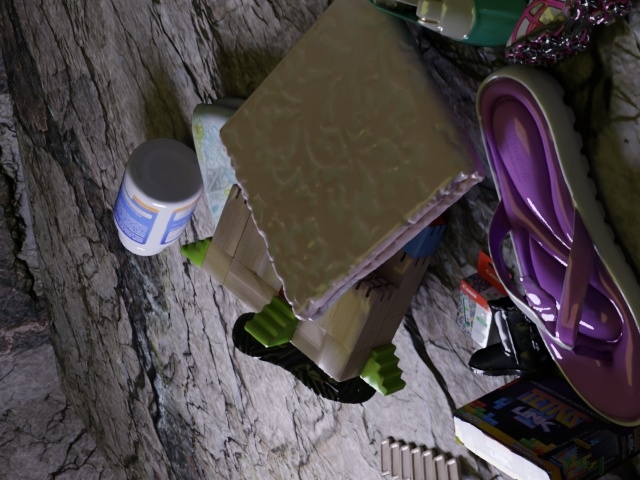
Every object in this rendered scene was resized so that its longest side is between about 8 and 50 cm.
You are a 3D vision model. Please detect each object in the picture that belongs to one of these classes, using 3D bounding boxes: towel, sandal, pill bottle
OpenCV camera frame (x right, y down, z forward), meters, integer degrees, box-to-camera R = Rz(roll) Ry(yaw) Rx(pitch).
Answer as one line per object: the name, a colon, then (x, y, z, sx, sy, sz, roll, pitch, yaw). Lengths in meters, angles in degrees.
towel: (-0.081, -0.063, 1.705, 0.374, 0.090, 0.321, 20, 127, 56)
sandal: (0.243, 0.017, 1.147, 0.169, 0.102, 0.416, -18, 93, 63)
pill bottle: (-0.328, -0.075, 2.080, 0.152, 0.152, 0.272, 62, 152, 14)
towel: (0.026, -0.114, 1.305, 0.317, 0.053, 0.332, -44, 54, 30)

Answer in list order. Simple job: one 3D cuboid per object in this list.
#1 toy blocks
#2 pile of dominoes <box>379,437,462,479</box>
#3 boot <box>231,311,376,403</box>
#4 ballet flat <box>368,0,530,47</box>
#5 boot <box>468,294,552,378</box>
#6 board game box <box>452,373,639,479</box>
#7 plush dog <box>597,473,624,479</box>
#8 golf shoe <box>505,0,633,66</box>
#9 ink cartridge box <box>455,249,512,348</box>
toy blocks: (0.000, 0.000, 1.448, 0.381, 0.190, 0.261, 36, 116, 29)
pile of dominoes: (0.154, 0.418, 1.620, 0.251, 0.040, 0.196, -4, 73, 62)
boot: (0.004, 0.174, 1.626, 0.246, 0.207, 0.094, 20, 92, 21)
ballet flat: (0.125, -0.268, 1.176, 0.247, 0.087, 0.083, 35, 132, 46)
boot: (0.227, 0.117, 1.292, 0.121, 0.045, 0.099, -1, 115, 42)
board game box: (0.261, 0.221, 1.217, 0.170, 0.141, 0.048, 26, 132, 53)
plush dog: (0.325, 0.377, 1.221, 0.262, 0.210, 0.226, -13, 82, 35)
golf shoe: (0.242, -0.233, 1.029, 0.186, 0.067, 0.086, 142, 131, -63)
ink cartridge box: (0.207, 0.076, 1.336, 0.063, 0.029, 0.115, 43, 144, 40)
